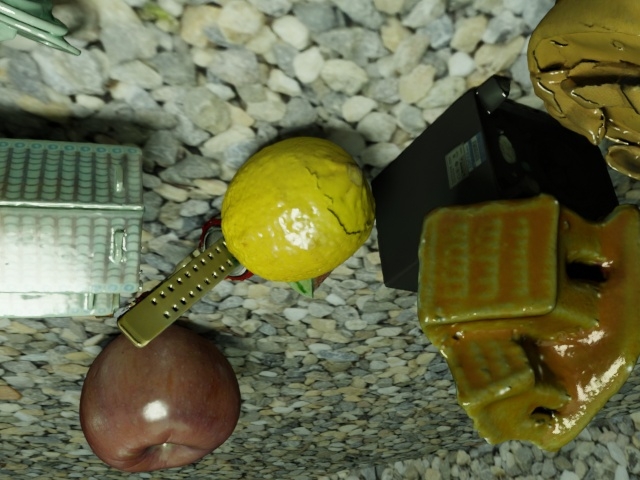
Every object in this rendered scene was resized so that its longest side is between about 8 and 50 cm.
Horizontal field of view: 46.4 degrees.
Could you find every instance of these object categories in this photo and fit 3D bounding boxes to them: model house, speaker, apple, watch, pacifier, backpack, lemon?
[{"bbox_3d":[0.206,0.082,0.799,0.239,0.268,0.173,14,162,-28],"label":"model house"},{"bbox_3d":[0.233,-0.044,0.968,0.232,0.184,0.254,11,147,-29],"label":"speaker"},{"bbox_3d":[-0.313,-0.011,0.836,0.224,0.198,0.215,2,169,-15],"label":"model house"},{"bbox_3d":[-0.290,0.281,1.351,0.305,0.235,0.306,-9,150,-5],"label":"apple"},{"bbox_3d":[-0.183,0.061,0.994,0.268,0.102,0.165,-42,-174,-39],"label":"watch"},{"bbox_3d":[-0.294,-0.177,0.672,0.150,0.117,0.126,20,180,-45],"label":"pacifier"},{"bbox_3d":[0.371,-0.160,0.650,0.378,0.201,0.353,22,169,37],"label":"backpack"},{"bbox_3d":[-0.029,-0.035,0.925,0.193,0.180,0.180,-49,139,7],"label":"lemon"}]

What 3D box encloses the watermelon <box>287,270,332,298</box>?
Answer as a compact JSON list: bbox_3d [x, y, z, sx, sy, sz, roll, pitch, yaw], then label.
[{"bbox_3d":[-0.001,0.014,1.092,0.158,0.121,0.098,1,127,-23],"label":"watermelon"}]
